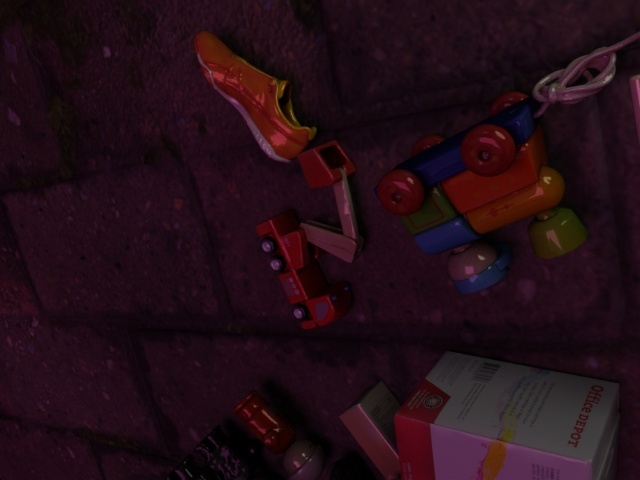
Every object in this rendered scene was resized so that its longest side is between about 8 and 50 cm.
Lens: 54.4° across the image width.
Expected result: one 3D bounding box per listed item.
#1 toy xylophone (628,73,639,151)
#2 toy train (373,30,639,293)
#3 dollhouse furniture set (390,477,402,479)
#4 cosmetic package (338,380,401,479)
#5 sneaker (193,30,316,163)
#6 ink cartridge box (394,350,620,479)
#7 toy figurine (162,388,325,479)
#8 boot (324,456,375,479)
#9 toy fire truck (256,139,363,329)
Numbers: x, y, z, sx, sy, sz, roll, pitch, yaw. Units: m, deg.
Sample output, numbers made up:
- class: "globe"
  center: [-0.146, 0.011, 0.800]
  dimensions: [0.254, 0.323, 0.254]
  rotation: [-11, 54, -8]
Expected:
- class: "toy xylophone"
  center: [0.339, -0.049, 0.405]
  dimensions: [0.236, 0.081, 0.322]
  rotation: [1, 110, 36]
- class: "toy train"
  center: [0.179, -0.049, 0.517]
  dimensions: [0.248, 0.105, 0.143]
  rotation: [-25, 104, 40]
- class: "dollhouse furniture set"
  center: [0.151, 0.393, 0.659]
  dimensions: [0.259, 0.135, 0.262]
  rotation: [-22, 110, 29]
- class: "cosmetic package"
  center: [0.081, 0.230, 0.727]
  dimensions: [0.115, 0.060, 0.041]
  rotation: [53, 128, 8]
- class: "sneaker"
  center: [-0.070, -0.165, 0.678]
  dimensions: [0.067, 0.064, 0.175]
  rotation: [-42, 87, 20]
- class: "ink cartridge box"
  center: [0.182, 0.203, 0.596]
  dimensions: [0.176, 0.128, 0.127]
  rotation: [5, 112, 35]
- class: "toy figurine"
  center: [-0.117, 0.328, 0.816]
  dimensions: [0.148, 0.209, 0.213]
  rotation: [45, 129, 5]
- class: "boot"
  center: [0.020, 0.406, 0.837]
  dimensions: [0.161, 0.083, 0.246]
  rotation: [-14, 100, 45]
- class: "toy fire truck"
  center: [0.000, 0.000, 0.695]
  dimensions: [0.135, 0.047, 0.192]
  rotation: [-20, 97, 38]
